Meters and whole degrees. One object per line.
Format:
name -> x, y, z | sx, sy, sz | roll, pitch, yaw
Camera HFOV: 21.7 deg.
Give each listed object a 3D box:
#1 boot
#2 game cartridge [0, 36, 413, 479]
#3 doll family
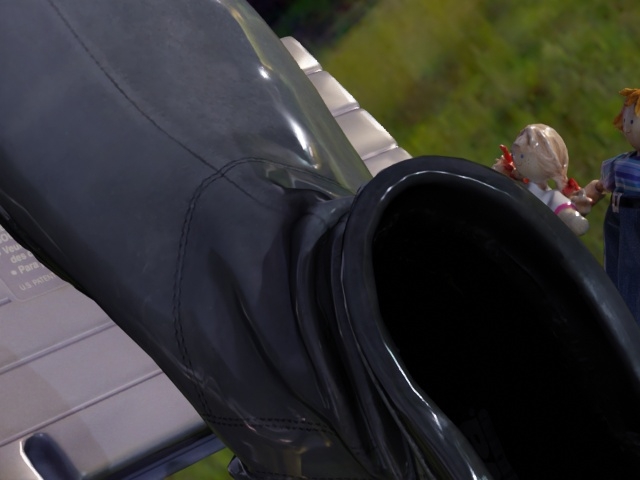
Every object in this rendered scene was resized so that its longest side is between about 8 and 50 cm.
boot -> 0.000, 0.000, 0.476 | 0.118, 0.338, 0.223 | -42, 2, -13
game cartridge -> -0.088, 0.011, 0.920 | 0.355, 0.230, 0.068 | -23, -35, -37
doll family -> 0.201, -0.004, 0.985 | 0.263, 0.118, 0.163 | -154, 65, -64
